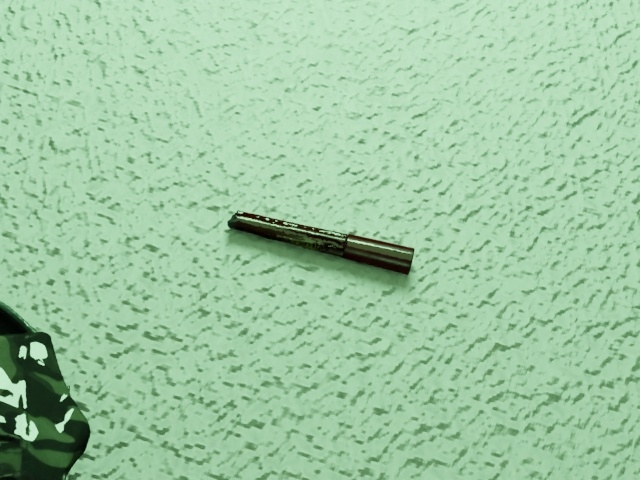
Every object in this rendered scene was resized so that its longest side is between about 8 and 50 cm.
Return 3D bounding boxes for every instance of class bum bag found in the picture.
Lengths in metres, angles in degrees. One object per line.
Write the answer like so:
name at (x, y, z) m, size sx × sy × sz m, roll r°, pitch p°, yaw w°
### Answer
bum bag at (-0.336, 0.119, 0.719) m, size 0.340 × 0.095 × 0.144 m, roll 3°, pitch 54°, yaw -3°

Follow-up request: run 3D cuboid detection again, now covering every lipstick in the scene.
lipstick at (0.000, 0.000, 0.945) m, size 0.176 × 0.027 × 0.027 m, roll 13°, pitch 64°, yaw 3°

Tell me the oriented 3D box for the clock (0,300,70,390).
clock at (-0.349, 0.164, 0.778) m, size 0.313 × 0.061 × 0.312 m, roll 4°, pitch 52°, yaw -6°
